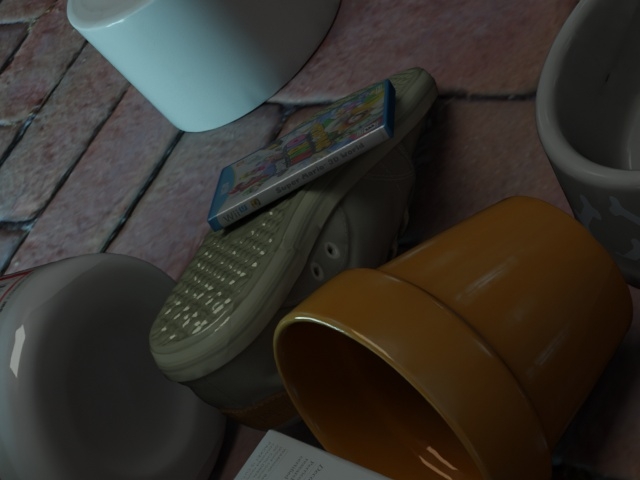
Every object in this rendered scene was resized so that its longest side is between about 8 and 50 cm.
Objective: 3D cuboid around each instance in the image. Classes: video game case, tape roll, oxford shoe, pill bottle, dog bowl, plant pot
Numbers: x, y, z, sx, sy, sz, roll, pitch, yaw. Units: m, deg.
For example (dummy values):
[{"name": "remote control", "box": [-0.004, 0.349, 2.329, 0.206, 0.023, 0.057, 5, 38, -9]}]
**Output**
[{"name": "video game case", "box": [-0.014, -0.071, 1.426, 0.166, 0.015, 0.119, -28, 19, 14]}, {"name": "tape roll", "box": [-0.123, -0.260, 1.834, 0.246, 0.169, 0.246, -29, 36, 23]}, {"name": "oxford shoe", "box": [0.000, 0.000, 1.447, 0.169, 0.130, 0.449, -25, 22, 35]}, {"name": "pill bottle", "box": [-0.295, 0.152, 1.496, 0.408, 0.229, 0.229, -13, 43, 41]}, {"name": "dog bowl", "box": [0.308, -0.128, 1.252, 0.349, 0.102, 0.348, -30, 34, 23]}, {"name": "plant pot", "box": [0.105, 0.073, 1.181, 0.188, 0.205, 0.205, -41, 28, -24]}]

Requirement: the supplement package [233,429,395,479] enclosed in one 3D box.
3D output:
[{"name": "supplement package", "box": [0.052, 0.258, 1.024, 0.175, 0.177, 0.293, -54, 32, -16]}]
